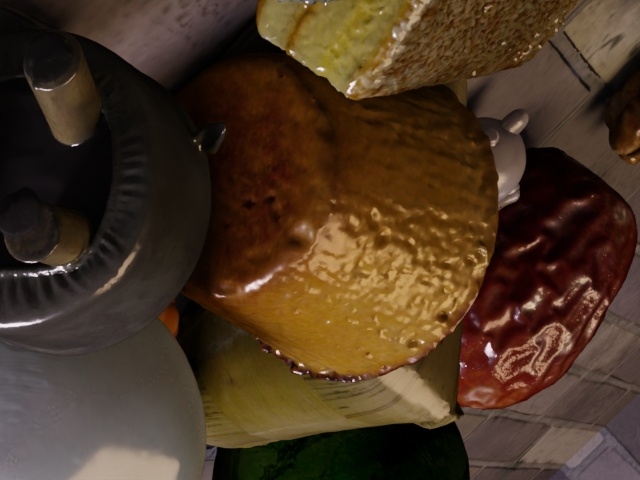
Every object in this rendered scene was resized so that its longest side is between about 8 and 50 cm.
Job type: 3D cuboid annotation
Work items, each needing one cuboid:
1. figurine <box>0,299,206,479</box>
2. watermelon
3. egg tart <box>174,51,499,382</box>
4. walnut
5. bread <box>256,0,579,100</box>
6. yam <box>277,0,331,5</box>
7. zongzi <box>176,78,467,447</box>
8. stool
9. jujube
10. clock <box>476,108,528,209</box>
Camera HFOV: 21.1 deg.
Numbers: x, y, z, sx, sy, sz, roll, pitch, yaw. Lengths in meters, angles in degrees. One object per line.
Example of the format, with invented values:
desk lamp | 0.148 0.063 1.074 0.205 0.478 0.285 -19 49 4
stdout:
figurine | -0.153 0.139 1.108 0.224 0.205 0.382 -30 162 2
watermelon | 0.020 0.222 1.561 0.242 0.242 0.242 -36 160 -16
egg tart | -0.009 -0.024 1.067 0.215 0.215 0.171 -48 145 17
walnut | 0.336 -0.148 1.629 0.170 0.069 0.143 -43 162 7
bread | 0.084 -0.185 1.021 0.234 0.110 0.184 -15 144 -56
yam | 0.000 -0.220 0.726 0.154 0.154 0.254 -37 156 -15
zongzi | 0.000 0.000 1.286 0.145 0.300 0.274 25 154 -35
stool | -0.160 -0.011 0.843 0.228 0.153 0.139 -44 161 5
jujube | 0.165 0.036 1.521 0.243 0.183 0.183 -49 160 1
clock | 0.095 -0.035 1.392 0.176 0.080 0.117 -36 160 -19
